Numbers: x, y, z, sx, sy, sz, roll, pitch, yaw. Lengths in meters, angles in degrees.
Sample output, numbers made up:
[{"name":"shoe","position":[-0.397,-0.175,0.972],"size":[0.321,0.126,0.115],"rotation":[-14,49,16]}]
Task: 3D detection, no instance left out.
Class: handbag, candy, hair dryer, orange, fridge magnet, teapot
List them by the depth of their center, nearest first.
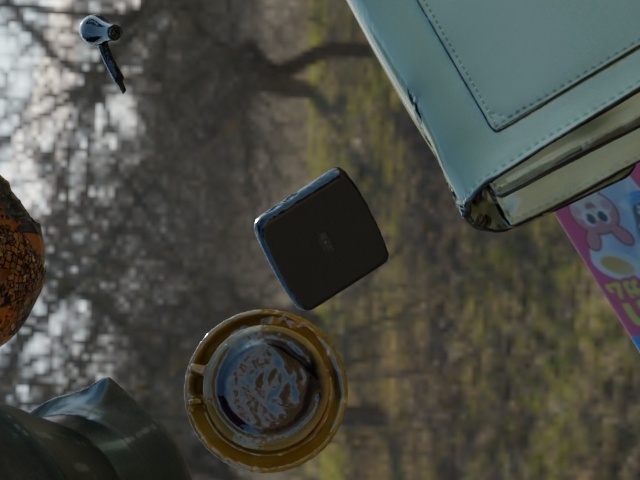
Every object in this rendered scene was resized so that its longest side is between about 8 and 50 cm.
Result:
[{"name":"handbag","position":[0.136,-0.212,1.204],"size":[0.359,0.236,0.160],"rotation":[63,-175,22]},{"name":"teapot","position":[-0.249,0.251,1.206],"size":[0.344,0.253,0.300],"rotation":[3,-85,-73]},{"name":"fridge magnet","position":[-0.047,0.129,1.341],"size":[0.063,0.143,0.143],"rotation":[96,176,-77]},{"name":"hair dryer","position":[-0.201,-0.179,1.504],"size":[0.079,0.031,0.083],"rotation":[24,143,59]},{"name":"candy","position":[0.327,-0.025,1.523],"size":[0.157,0.100,0.306],"rotation":[-15,112,51]},{"name":"orange","position":[-0.412,0.020,1.657],"size":[0.182,0.234,0.235],"rotation":[-136,48,-89]}]

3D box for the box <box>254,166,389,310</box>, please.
[{"name":"box","position":[0.000,0.000,1.699],"size":[0.126,0.125,0.027],"rotation":[62,170,-23]}]
